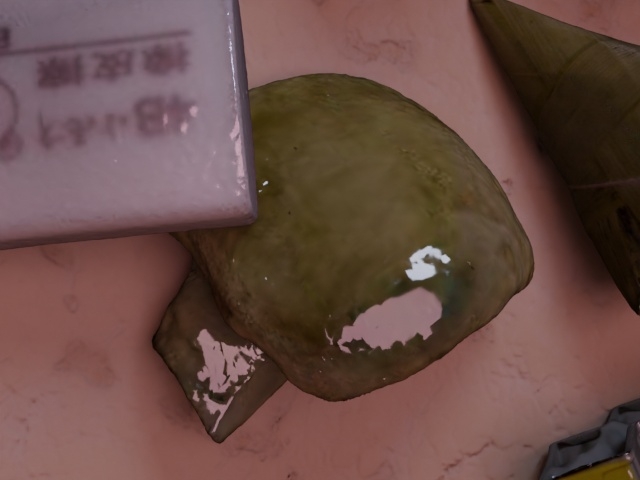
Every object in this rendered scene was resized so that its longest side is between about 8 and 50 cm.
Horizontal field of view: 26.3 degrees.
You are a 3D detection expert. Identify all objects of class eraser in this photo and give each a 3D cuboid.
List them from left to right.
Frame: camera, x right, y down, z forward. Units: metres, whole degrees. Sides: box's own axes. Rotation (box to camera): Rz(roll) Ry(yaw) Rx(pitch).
[{"bbox_3d":[-0.183,-0.084,0.918,0.270,0.095,0.174,-5,79,0],"label":"eraser"}]

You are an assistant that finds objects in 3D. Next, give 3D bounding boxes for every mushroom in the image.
[{"bbox_3d":[0.002,-0.010,0.986,0.292,0.212,0.217,-26,103,-9],"label":"mushroom"}]

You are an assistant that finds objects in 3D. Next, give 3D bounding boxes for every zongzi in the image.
[{"bbox_3d":[0.296,-0.126,1.066,0.274,0.145,0.300,-28,91,22],"label":"zongzi"}]

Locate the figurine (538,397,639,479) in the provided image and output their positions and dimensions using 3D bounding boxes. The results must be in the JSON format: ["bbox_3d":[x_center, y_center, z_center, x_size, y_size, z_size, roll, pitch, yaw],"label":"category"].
[{"bbox_3d":[0.305,0.271,1.099,0.343,0.167,0.284,-22,92,-4],"label":"figurine"}]
